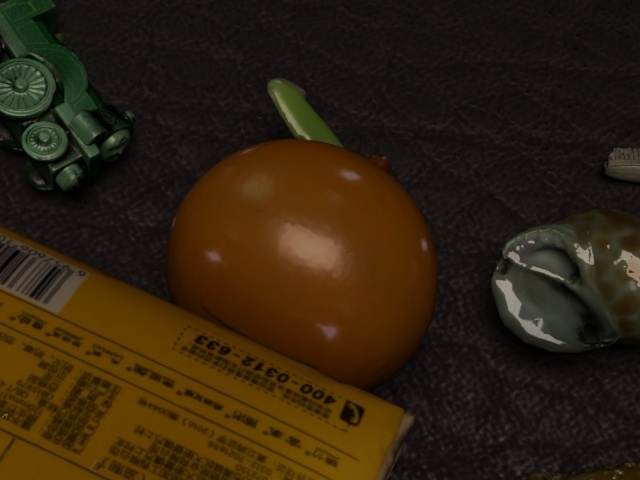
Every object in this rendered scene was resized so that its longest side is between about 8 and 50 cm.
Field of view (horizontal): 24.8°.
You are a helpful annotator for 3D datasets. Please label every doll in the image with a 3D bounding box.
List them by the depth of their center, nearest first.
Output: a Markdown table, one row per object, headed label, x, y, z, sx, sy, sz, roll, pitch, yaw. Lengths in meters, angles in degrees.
| label | x | y | z | sx | sy | sz | roll | pitch | yaw |
| --- | --- | --- | --- | --- | --- | --- | --- | --- | --- |
| doll | 0.000 | 0.000 | 1.117 | 0.213 | 0.213 | 0.236 | 26 | 57 | 6 |

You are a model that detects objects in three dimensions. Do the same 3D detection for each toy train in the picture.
| label | x | y | z | sx | sy | sz | roll | pitch | yaw |
| --- | --- | --- | --- | --- | --- | --- | --- | --- | --- |
| toy train | -0.231 | -0.121 | 1.210 | 0.105 | 0.071 | 0.178 | -31 | 73 | -24 |

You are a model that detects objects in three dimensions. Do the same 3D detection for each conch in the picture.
| label | x | y | z | sx | sy | sz | roll | pitch | yaw |
| --- | --- | --- | --- | --- | --- | --- | --- | --- | --- |
| conch | 0.225 | 0.032 | 1.165 | 0.173 | 0.106 | 0.116 | -12 | 79 | 8 |

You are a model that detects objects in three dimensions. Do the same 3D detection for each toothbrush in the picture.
| label | x | y | z | sx | sy | sz | roll | pitch | yaw |
| --- | --- | --- | --- | --- | --- | --- | --- | --- | --- |
| toothbrush | 0.385 | -0.048 | 1.239 | 0.294 | 0.026 | 0.028 | 8 | 55 | 0 |

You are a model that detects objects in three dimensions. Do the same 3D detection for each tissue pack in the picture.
| label | x | y | z | sx | sy | sz | roll | pitch | yaw |
| --- | --- | --- | --- | --- | --- | --- | --- | --- | --- |
| tissue pack | -0.172 | 0.183 | 0.987 | 0.382 | 0.228 | 0.293 | 24 | 43 | 6 |

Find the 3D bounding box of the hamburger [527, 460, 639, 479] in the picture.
| label | x | y | z | sx | sy | sz | roll | pitch | yaw |
| --- | --- | --- | --- | --- | --- | --- | --- | --- | --- |
| hamburger | 0.246 | 0.260 | 1.070 | 0.215 | 0.122 | 0.189 | 13 | 68 | -1 |
